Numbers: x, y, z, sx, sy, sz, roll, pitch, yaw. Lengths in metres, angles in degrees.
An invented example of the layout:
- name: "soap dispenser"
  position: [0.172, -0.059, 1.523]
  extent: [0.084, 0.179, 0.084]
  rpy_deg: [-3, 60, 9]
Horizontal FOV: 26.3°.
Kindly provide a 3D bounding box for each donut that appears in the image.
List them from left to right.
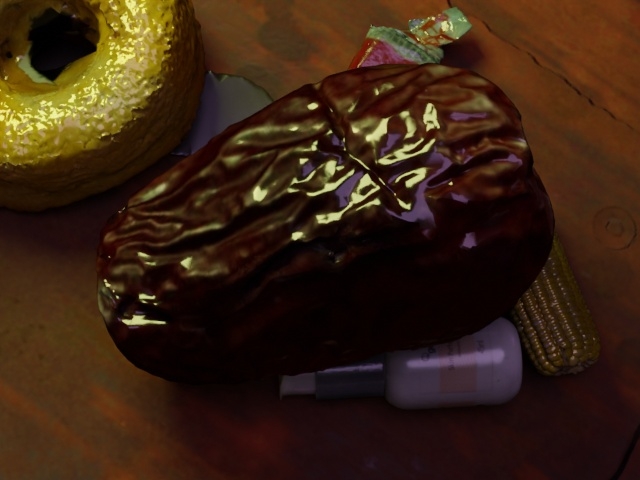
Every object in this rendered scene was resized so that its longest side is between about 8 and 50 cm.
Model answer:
- name: "donut"
  position: [-0.219, -0.148, 1.118]
  extent: [0.254, 0.118, 0.253]
  rpy_deg: [-1, 80, 5]

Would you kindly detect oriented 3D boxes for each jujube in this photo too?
- name: "jujube"
  position: [0.000, 0.000, 1.030]
  extent: [0.342, 0.216, 0.216]
  rpy_deg: [-19, 75, 7]

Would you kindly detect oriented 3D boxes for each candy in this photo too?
- name: "candy"
  position: [0.039, -0.097, 1.166]
  extent: [0.086, 0.059, 0.292]
  rpy_deg: [31, 72, 2]

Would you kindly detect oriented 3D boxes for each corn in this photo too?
- name: "corn"
  position: [0.179, 0.031, 1.134]
  extent: [0.085, 0.063, 0.165]
  rpy_deg: [-1, 67, -46]

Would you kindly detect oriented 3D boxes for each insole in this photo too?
- name: "insole"
  position: [-0.198, -0.121, 1.169]
  extent: [0.328, 0.007, 0.111]
  rpy_deg: [8, 73, -5]

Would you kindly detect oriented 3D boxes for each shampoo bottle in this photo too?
- name: "shampoo bottle"
  position: [0.062, 0.099, 1.099]
  extent: [0.192, 0.074, 0.074]
  rpy_deg: [-2, 73, -3]
